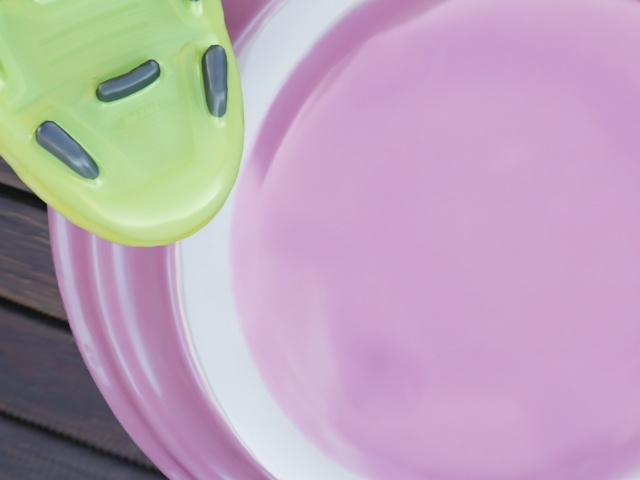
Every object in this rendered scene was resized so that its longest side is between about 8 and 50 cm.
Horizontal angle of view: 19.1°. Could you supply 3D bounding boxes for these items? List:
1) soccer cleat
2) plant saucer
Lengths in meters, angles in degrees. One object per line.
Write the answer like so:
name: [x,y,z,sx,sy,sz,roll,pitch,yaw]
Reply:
soccer cleat: [-0.122,-0.103,0.649,0.093,0.121,0.289,-35,71,-21]
plant saucer: [0.065,-0.012,0.712,0.332,0.084,0.332,-3,108,-9]
